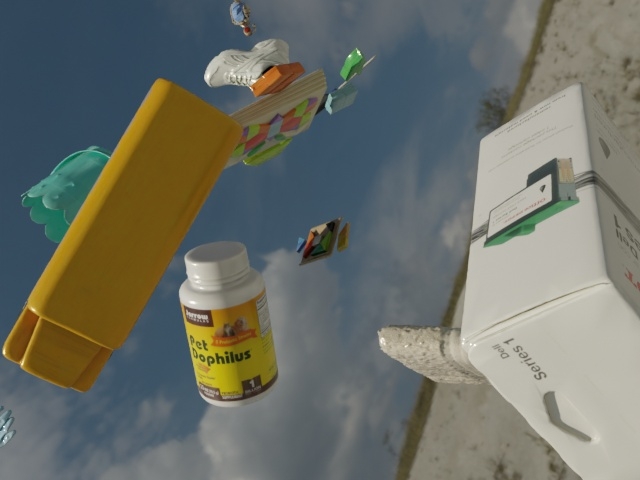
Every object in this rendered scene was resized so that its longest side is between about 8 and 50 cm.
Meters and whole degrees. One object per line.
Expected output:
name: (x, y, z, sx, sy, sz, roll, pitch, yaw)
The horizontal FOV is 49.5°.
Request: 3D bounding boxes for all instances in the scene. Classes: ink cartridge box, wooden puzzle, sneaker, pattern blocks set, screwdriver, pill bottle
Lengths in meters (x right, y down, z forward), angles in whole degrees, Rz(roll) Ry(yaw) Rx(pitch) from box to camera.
ink cartridge box: (0.178, 0.024, 0.453, 0.160, 0.093, 0.219, 45, -144, -20)
wooden puzzle: (0.000, 0.000, 0.992, 0.014, 0.116, 0.078, 38, -132, -27)
sneaker: (-0.185, -0.429, 1.769, 0.090, 0.232, 0.115, 49, -154, -65)
pattern blocks set: (-0.074, -0.170, 1.012, 0.325, 0.026, 0.285, -32, -9, -5)
screwdriver: (0.042, -0.304, 1.357, 0.170, 0.024, 0.025, -41, -21, 15)
pill bottle: (-0.129, 0.114, 0.968, 0.117, 0.117, 0.215, -32, -58, -49)

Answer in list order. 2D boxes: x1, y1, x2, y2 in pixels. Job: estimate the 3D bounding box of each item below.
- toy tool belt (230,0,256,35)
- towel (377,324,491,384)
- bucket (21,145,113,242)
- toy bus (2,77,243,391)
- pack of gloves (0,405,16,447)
toy tool belt: (-0.184, -0.523, 1.622, 0.051, 0.052, 0.083, 39, -148, -74)
towel: (0.202, 0.157, 0.897, 0.282, 0.187, 0.049, 36, -123, -59)
bucket: (-0.480, -0.059, 1.507, 0.183, 0.281, 0.281, -50, -31, -25)
toy bus: (-0.212, 0.001, 0.745, 0.332, 0.108, 0.130, -61, 17, -5)
pack of gloves: (-0.810, 0.428, 1.573, 0.232, 0.195, 0.046, -48, -11, 11)
